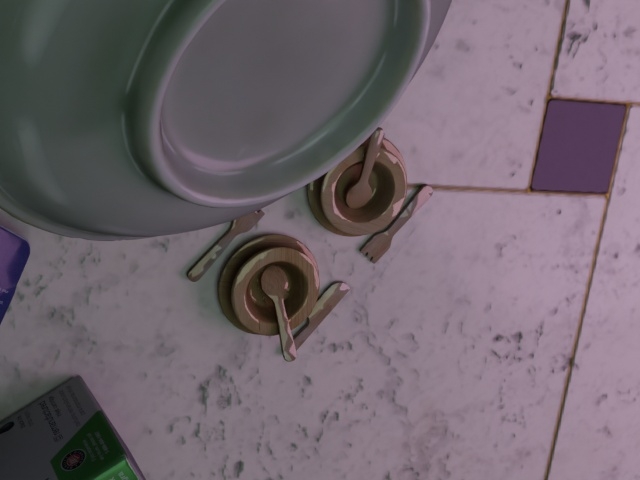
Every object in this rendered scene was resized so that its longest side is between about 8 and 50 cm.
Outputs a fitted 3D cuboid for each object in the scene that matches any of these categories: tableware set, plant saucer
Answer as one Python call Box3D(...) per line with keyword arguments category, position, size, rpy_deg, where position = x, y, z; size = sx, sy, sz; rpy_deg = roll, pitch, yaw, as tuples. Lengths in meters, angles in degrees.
Box3D(category="tableware set", position=(0.000, 0.000, 1.068), size=(0.128, 0.039, 0.194), rpy_deg=(41, 89, -30))
Box3D(category="plant saucer", position=(-0.041, -0.131, 0.850), size=(0.400, 0.100, 0.400), rpy_deg=(-28, 146, -21))

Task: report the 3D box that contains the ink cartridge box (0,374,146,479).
Box3D(category="ink cartridge box", position=(-0.230, 0.211, 0.981), size=(0.208, 0.153, 0.087), rpy_deg=(-33, 118, -11))

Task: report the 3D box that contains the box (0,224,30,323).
Box3D(category="box", position=(-0.292, 0.078, 0.918), size=(0.136, 0.036, 0.225), rpy_deg=(37, 72, -53))
